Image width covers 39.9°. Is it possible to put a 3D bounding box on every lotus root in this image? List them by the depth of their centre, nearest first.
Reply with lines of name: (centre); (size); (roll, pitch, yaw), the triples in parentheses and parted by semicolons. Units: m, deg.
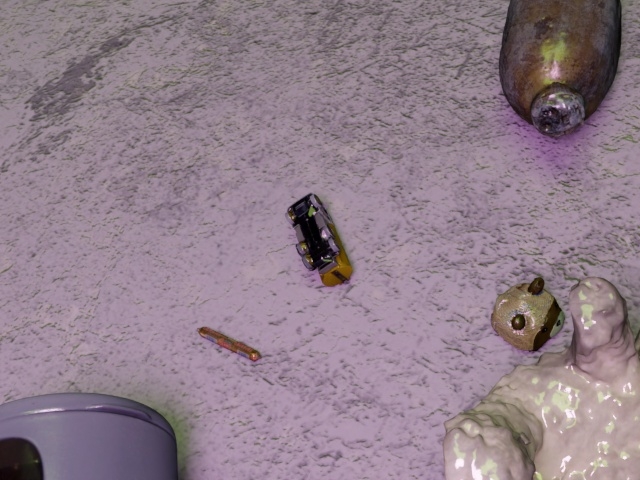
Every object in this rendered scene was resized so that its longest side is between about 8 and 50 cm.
lotus root: (0.327, -0.272, 1.209); (0.174, 0.175, 0.350); (9, 58, 18)

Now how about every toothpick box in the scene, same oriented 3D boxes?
toothpick box: (-0.239, 0.357, 0.866); (0.262, 0.263, 0.355); (-13, 55, 3)

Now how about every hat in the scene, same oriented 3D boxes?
hat: (0.244, 0.085, 1.047); (0.077, 0.059, 0.076); (-40, 52, -11)

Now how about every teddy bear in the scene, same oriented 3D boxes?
teddy bear: (0.334, 0.176, 0.815); (0.362, 0.375, 0.328); (-18, 94, 21)

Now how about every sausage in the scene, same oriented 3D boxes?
sausage: (-0.117, 0.131, 1.119); (0.100, 0.015, 0.015); (22, 63, 25)

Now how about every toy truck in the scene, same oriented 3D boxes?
toy truck: (0.000, 0.000, 1.158); (0.052, 0.063, 0.123); (-33, 51, 15)
